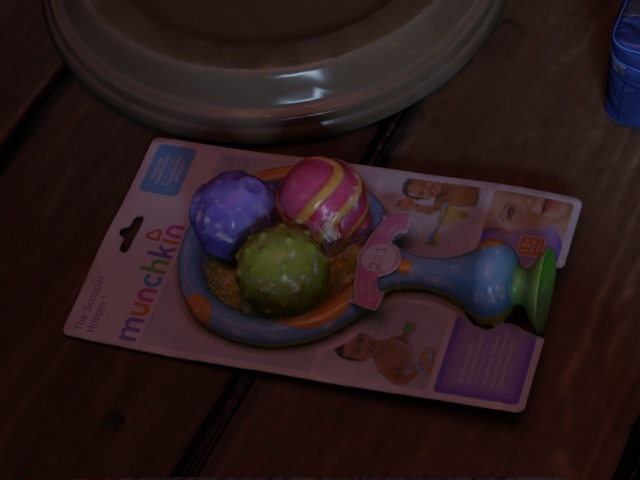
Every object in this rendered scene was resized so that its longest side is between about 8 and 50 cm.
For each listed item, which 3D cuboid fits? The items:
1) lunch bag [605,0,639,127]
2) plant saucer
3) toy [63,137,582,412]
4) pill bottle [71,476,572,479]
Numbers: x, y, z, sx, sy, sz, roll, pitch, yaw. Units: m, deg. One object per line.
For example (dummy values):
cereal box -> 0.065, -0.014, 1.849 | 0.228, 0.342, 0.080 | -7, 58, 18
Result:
lunch bag -> 0.201, -0.096, 0.912 | 0.098, 0.065, 0.067 | 13, 55, 16
plant saucer -> -0.027, -0.171, 1.014 | 0.278, 0.041, 0.278 | -3, 51, 3
toy -> 0.000, 0.000, 0.865 | 0.237, 0.056, 0.137 | 11, 53, 14
pill bottle -> 0.033, 0.170, 0.662 | 0.283, 0.160, 0.160 | -1, 52, 6
